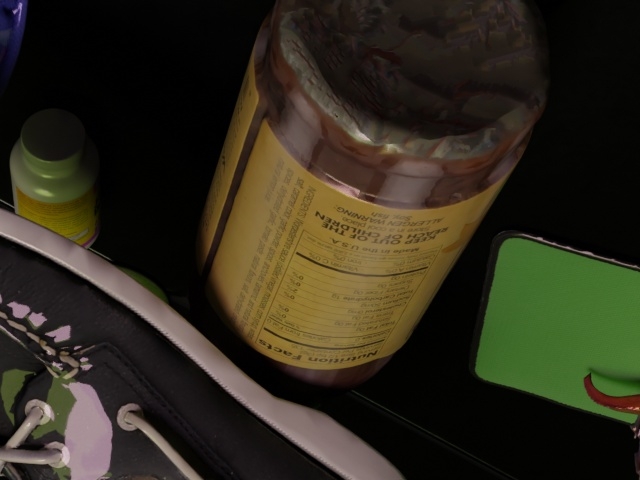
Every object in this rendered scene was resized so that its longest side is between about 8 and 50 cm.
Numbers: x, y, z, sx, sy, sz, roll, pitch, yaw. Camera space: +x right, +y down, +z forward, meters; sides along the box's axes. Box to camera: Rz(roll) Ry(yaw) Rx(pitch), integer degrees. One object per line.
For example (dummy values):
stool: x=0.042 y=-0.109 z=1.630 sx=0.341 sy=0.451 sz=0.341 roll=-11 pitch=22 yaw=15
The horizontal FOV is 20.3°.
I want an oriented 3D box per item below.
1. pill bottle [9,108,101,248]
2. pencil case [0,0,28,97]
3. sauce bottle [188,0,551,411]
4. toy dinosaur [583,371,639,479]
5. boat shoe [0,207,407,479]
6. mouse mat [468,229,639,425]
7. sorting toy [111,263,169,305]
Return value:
pill bottle: x=-0.129 y=-0.029 z=0.868 sx=0.043 sy=0.043 sz=0.083 roll=18 pitch=150 yaw=4
pencil case: x=-0.273 y=-0.101 z=0.757 sx=0.306 sy=0.133 sz=0.119 roll=11 pitch=-171 yaw=18
sauce bottle: x=0.000 y=0.000 z=0.776 sx=0.111 sy=0.111 sz=0.344 roll=22 pitch=152 yaw=-3
toy dinosaur: x=0.184 y=0.085 z=0.861 sx=0.090 sy=0.047 sz=0.082 roll=39 pitch=128 yaw=-11
boat shoe: x=-0.088 y=0.078 z=0.755 sx=0.302 sy=0.091 sz=0.114 roll=33 pitch=157 yaw=-23
mouse mat: x=0.168 y=0.057 z=0.867 sx=0.189 sy=0.007 sz=0.153 roll=15 pitch=149 yaw=7
sorting toy: x=-0.136 y=0.032 z=0.972 sx=0.102 sy=0.042 sz=0.061 roll=30 pitch=148 yaw=-16
